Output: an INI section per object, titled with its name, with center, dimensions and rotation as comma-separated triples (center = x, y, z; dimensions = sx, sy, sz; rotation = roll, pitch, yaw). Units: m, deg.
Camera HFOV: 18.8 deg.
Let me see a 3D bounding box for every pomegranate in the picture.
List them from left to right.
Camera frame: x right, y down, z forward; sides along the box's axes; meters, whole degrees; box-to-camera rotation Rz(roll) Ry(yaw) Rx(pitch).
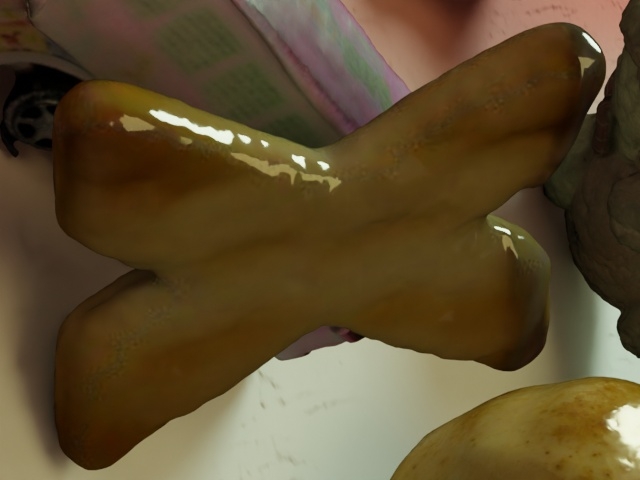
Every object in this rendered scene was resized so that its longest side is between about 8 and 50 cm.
[pomegranate]
center = 0.119, 0.165, 0.895
dimensions = 0.207, 0.207, 0.207
rotation = 24, 63, -58

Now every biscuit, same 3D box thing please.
[biscuit]
center = 0.000, -0.001, 0.717
dimensions = 0.047, 0.208, 0.164
rotation = -125, -147, -48

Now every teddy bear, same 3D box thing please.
[teddy bear]
center = 0.221, -0.070, 1.144
dimensions = 0.267, 0.151, 0.236
rotation = 112, 1, -50

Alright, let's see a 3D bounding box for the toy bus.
[toy bus]
center = -0.038, -0.054, 0.761
dimensions = 0.274, 0.112, 0.090
rotation = 47, 36, -47
